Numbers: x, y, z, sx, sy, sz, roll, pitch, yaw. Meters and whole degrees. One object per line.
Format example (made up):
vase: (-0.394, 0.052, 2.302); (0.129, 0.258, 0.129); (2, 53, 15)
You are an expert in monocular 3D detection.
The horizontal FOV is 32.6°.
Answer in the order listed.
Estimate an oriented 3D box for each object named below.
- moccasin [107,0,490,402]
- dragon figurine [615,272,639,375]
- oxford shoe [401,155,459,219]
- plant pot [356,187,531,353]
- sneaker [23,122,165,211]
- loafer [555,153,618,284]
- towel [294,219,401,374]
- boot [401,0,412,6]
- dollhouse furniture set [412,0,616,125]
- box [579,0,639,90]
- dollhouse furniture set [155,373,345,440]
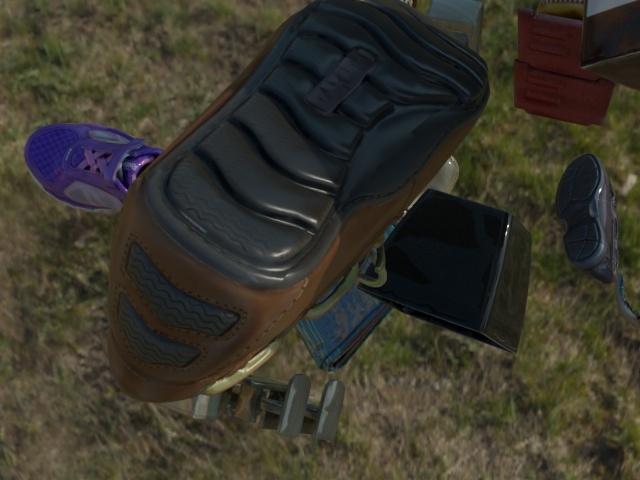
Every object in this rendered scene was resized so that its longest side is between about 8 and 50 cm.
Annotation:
moccasin: (0.000, -0.037, 0.652); (0.139, 0.147, 0.380); (32, 39, 0)
dragon figurine: (0.429, 0.111, 1.211); (0.144, 0.085, 0.289); (-10, 17, -2)
oxford shoe: (0.140, -0.030, 2.074); (0.123, 0.130, 0.348); (41, 91, -4)
plant pot: (0.189, 0.035, 1.490); (0.187, 0.188, 0.167); (19, 85, 27)
sneaker: (-0.197, -0.067, 1.099); (0.236, 0.104, 0.095); (22, 80, 12)
loafer: (0.519, -0.039, 2.101); (0.109, 0.095, 0.303); (-28, 33, 32)
towel: (0.000, 0.000, 1.801); (0.271, 0.040, 0.370); (-51, 55, 24)
boot: (0.020, -0.299, 0.998); (0.085, 0.179, 0.236); (-15, 52, 14)
dollhouse furniture set: (0.186, -0.285, 1.294); (0.374, 0.152, 0.201); (14, 55, 15)
box: (0.266, -0.158, 0.565); (0.203, 0.167, 0.169); (11, 79, -32)
dollhouse furniture set: (-0.110, 0.186, 1.630); (0.212, 0.242, 0.161); (9, 85, 45)
